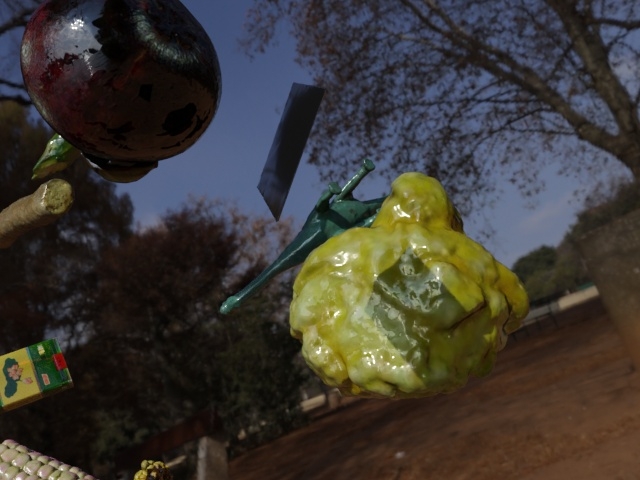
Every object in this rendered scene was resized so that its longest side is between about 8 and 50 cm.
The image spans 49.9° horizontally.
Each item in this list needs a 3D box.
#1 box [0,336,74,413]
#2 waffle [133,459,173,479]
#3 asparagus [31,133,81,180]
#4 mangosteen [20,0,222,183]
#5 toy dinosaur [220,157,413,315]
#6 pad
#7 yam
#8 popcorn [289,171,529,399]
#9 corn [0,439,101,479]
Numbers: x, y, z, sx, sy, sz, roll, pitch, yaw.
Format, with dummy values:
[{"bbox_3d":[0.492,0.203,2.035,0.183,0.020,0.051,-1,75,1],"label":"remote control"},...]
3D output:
[{"bbox_3d":[-0.689,0.313,1.539,0.235,0.132,0.034,-19,-36,-24],"label":"box"},{"bbox_3d":[-0.350,0.542,1.400,0.038,0.191,0.191,2,-10,14],"label":"waffle"},{"bbox_3d":[-0.527,-0.268,1.530,0.343,0.085,0.082,-60,-19,-12],"label":"asparagus"},{"bbox_3d":[-0.310,-0.249,1.049,0.301,0.300,0.300,-18,-15,-5],"label":"mangosteen"},{"bbox_3d":[0.000,0.000,1.328,0.331,0.129,0.383,-43,-10,30],"label":"toy dinosaur"},{"bbox_3d":[-0.034,-0.097,0.697,0.004,0.127,0.190,18,10,-14],"label":"pad"},{"bbox_3d":[-0.630,-0.047,1.469,0.081,0.081,0.357,-5,-10,-44],"label":"yam"},{"bbox_3d":[0.114,0.088,1.058,0.334,0.292,0.293,-34,16,-8],"label":"popcorn"},{"bbox_3d":[-0.306,0.366,0.885,0.335,0.126,0.126,20,-10,11],"label":"corn"}]
